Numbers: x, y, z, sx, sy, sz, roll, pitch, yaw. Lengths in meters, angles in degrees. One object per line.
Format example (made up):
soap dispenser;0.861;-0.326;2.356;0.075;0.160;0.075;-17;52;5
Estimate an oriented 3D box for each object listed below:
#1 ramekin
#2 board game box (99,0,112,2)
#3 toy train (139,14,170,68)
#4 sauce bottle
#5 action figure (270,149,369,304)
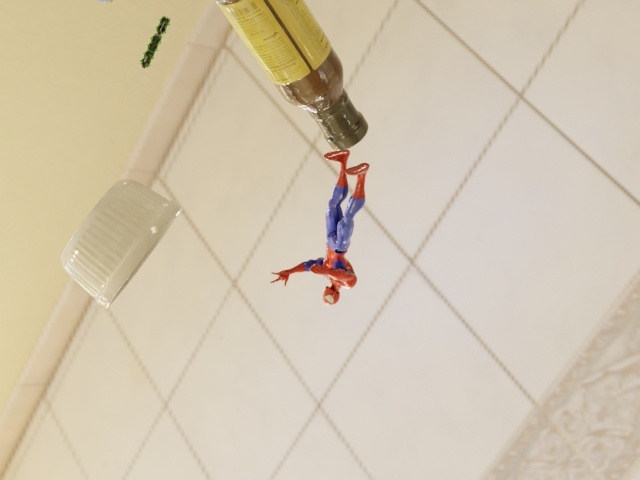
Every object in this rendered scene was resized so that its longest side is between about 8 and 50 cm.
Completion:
ramekin;-0.326;-0.003;1.833;0.109;0.207;0.207;37;122;-5
board game box;-0.389;-0.458;1.461;0.141;0.291;0.232;-74;-7;-55
toy train;-0.237;-0.285;1.629;0.083;0.017;0.024;-60;11;20
sauce bottle;-0.039;-0.276;1.685;0.111;0.344;0.111;-22;36;17
action figure;0.000;0.000;1.875;0.091;0.139;0.280;40;139;43
